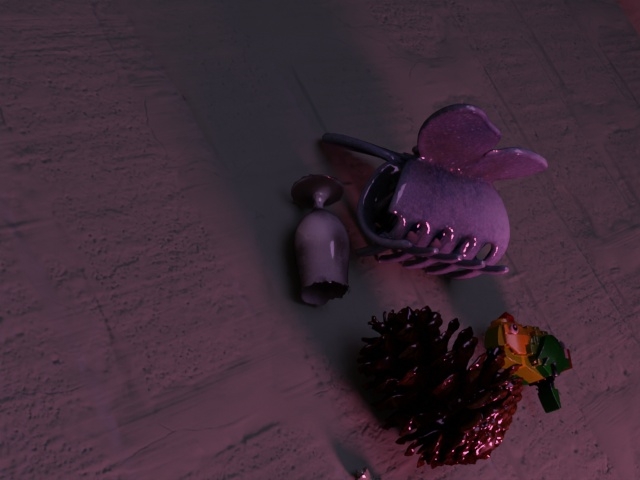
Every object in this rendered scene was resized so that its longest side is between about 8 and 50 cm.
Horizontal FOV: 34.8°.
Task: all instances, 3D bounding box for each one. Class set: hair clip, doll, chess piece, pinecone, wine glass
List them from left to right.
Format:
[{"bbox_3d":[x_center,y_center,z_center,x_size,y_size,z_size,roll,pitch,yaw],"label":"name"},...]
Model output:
[{"bbox_3d":[0.000,0.000,1.741,0.103,0.103,0.222,21,49,-31],"label":"wine glass"},{"bbox_3d":[0.091,0.387,1.586,0.093,0.042,0.042,42,41,-4],"label":"chess piece"},{"bbox_3d":[0.187,0.226,1.650,0.292,0.246,0.246,48,39,16],"label":"pinecone"},{"bbox_3d":[0.212,-0.069,1.861,0.318,0.392,0.238,16,77,-37],"label":"hair clip"},{"bbox_3d":[0.389,0.220,1.932,0.186,0.106,0.134,37,53,-17],"label":"doll"}]
